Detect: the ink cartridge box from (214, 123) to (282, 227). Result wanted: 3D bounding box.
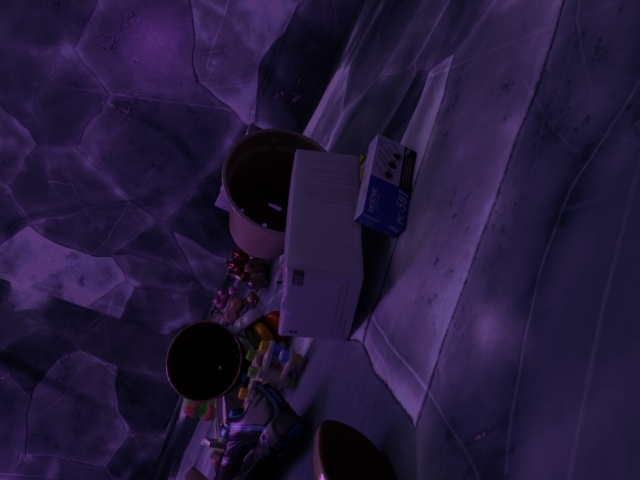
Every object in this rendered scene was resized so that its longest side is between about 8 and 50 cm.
[{"bbox_3d":[-0.146,-0.180,1.783,0.330,0.323,0.072,-54,18,41],"label":"ink cartridge box"}]

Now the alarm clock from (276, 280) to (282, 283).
[{"bbox_3d":[-0.008,0.080,1.316,0.192,0.129,0.064,-44,0,-37],"label":"alarm clock"}]

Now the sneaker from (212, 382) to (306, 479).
[{"bbox_3d":[-0.160,0.459,1.200,0.140,0.125,0.341,49,116,28],"label":"sneaker"}]

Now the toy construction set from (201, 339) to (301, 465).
[{"bbox_3d":[-0.165,0.409,1.364,0.328,0.151,0.215,-59,13,-12],"label":"toy construction set"}]

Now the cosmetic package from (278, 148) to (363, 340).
[{"bbox_3d":[0.000,0.000,1.179,0.217,0.156,0.385,99,173,-46],"label":"cosmetic package"}]

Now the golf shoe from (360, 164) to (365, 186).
[{"bbox_3d":[0.124,-0.128,1.233,0.086,0.067,0.186,-166,94,-77],"label":"golf shoe"}]

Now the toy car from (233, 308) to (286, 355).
[{"bbox_3d":[-0.154,0.263,1.566,0.136,0.159,0.182,-36,-3,-29],"label":"toy car"}]

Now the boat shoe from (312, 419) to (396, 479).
[{"bbox_3d":[0.037,0.372,0.696,0.110,0.121,0.341,-63,16,16],"label":"boat shoe"}]

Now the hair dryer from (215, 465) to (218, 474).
[{"bbox_3d":[-0.254,0.664,1.402,0.294,0.080,0.224,-107,41,-69],"label":"hair dryer"}]

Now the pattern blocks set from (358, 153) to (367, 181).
[{"bbox_3d":[0.092,-0.128,1.441,0.325,0.026,0.286,-57,18,37],"label":"pattern blocks set"}]

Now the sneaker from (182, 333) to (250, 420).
[{"bbox_3d":[-0.392,0.474,1.985,0.483,0.185,0.202,-55,23,37],"label":"sneaker"}]

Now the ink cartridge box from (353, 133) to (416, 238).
[{"bbox_3d":[0.136,-0.115,1.118,0.046,0.097,0.207,-46,26,55],"label":"ink cartridge box"}]

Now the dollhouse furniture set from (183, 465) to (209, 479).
[{"bbox_3d":[-0.430,0.811,1.572,0.242,0.212,0.161,-42,-13,-52],"label":"dollhouse furniture set"}]

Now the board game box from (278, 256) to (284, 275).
[{"bbox_3d":[-0.071,0.034,1.751,0.193,0.045,0.147,-30,40,67],"label":"board game box"}]

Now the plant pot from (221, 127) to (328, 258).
[{"bbox_3d":[-0.138,-0.100,1.583,0.305,0.333,0.334,124,163,-60],"label":"plant pot"}]

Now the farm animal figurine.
[{"bbox_3d":[-0.290,0.160,2.160,0.327,0.172,0.331,-66,0,-54],"label":"farm animal figurine"}]

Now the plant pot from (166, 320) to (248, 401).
[{"bbox_3d":[-0.295,0.355,1.560,0.230,0.215,0.216,60,-132,-70],"label":"plant pot"}]

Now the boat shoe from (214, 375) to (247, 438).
[{"bbox_3d":[-0.277,0.494,1.683,0.091,0.109,0.305,-56,21,22],"label":"boat shoe"}]
